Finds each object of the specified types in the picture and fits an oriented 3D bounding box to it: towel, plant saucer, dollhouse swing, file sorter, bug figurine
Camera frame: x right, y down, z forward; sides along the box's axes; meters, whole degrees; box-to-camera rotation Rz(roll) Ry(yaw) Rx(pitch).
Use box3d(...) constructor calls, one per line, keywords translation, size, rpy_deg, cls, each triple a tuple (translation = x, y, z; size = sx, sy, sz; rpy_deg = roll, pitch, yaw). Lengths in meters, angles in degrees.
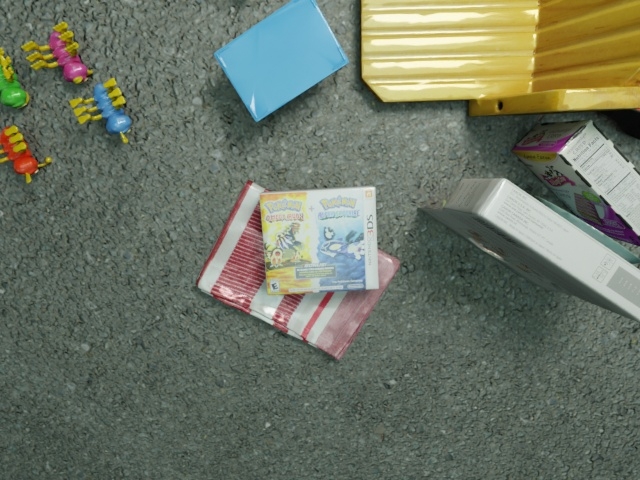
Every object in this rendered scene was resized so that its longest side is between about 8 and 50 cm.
box3d(translation=(-0.044, 0.063, 0.828), size=(0.329, 0.037, 0.237), rpy_deg=(28, 101, -7), cls="towel")
box3d(translation=(0.437, -0.009, 0.736), size=(0.195, 0.195, 0.037), rpy_deg=(30, 105, -8), cls="plant saucer")
box3d(translation=(0.247, -0.359, 0.613), size=(0.305, 0.315, 0.346), rpy_deg=(-4, 105, -14), cls="dollhouse swing")
box3d(translation=(-0.060, -0.288, 0.706), size=(0.170, 0.104, 0.118), rpy_deg=(-31, 102, 6), cls="file sorter")
box3d(translation=(-0.455, -0.231, 0.731), size=(0.279, 0.072, 0.216), rpy_deg=(-19, 97, 9), cls="bug figurine")

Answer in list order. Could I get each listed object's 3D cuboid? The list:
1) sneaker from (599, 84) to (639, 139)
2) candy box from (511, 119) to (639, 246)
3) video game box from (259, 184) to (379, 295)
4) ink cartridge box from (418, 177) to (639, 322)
box3d(translation=(0.537, -0.270, 0.726), size=(0.270, 0.090, 0.144), rpy_deg=(20, 91, -14), cls="sneaker")
box3d(translation=(0.457, -0.097, 0.732), size=(0.233, 0.159, 0.071), rpy_deg=(42, 99, -9), cls="candy box")
box3d(translation=(0.000, 0.000, 0.777), size=(0.205, 0.048, 0.186), rpy_deg=(-4, 98, 0), cls="video game box")
box3d(translation=(0.333, 0.003, 0.708), size=(0.296, 0.261, 0.066), rpy_deg=(32, 93, -8), cls="ink cartridge box")
